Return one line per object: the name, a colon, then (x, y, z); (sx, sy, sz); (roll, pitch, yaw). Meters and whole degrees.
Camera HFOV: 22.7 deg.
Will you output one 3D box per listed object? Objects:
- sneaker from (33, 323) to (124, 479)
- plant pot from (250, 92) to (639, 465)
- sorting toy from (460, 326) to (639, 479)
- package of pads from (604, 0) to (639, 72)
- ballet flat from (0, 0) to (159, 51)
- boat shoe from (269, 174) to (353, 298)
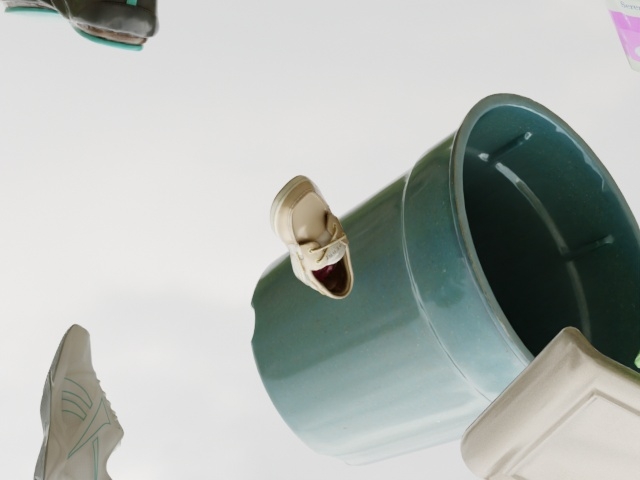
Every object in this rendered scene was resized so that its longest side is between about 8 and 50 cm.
sneaker: (-0.181, 0.135, 1.207); (0.061, 0.054, 0.152); (10, -124, -16)
plant pot: (0.126, 0.071, 1.674); (0.334, 0.341, 0.341); (-28, 179, 36)
sorting toy: (0.195, 0.130, 0.926); (0.196, 0.348, 0.047); (31, -122, 0)
package of pads: (0.267, -0.217, 1.018); (0.229, 0.296, 0.101); (22, -118, 44)
ballet flat: (-0.208, -0.230, 1.423); (0.095, 0.096, 0.280); (6, -171, -32)
boat shoe: (0.000, 0.000, 1.493); (0.059, 0.170, 0.063); (38, -104, 28)
